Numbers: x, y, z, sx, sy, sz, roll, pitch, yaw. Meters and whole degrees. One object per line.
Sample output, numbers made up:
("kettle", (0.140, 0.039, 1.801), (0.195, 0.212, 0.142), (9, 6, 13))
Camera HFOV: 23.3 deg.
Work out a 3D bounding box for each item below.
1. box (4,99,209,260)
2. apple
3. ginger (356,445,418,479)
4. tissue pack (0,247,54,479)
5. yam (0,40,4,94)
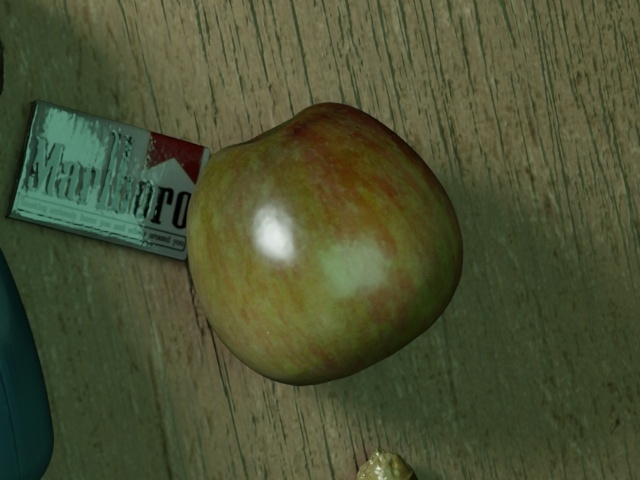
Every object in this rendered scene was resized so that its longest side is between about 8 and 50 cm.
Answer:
("box", (-0.202, -0.056, 1.478), (0.177, 0.036, 0.115), (15, 82, -21))
("apple", (0.000, 0.000, 1.445), (0.257, 0.257, 0.234), (-27, 100, -22))
("ginger", (0.099, 0.290, 1.571), (0.095, 0.069, 0.190), (-44, 105, -14))
("tissue pack", (-0.346, 0.104, 1.316), (0.206, 0.198, 0.287), (-21, 92, -54))
("yam", (-0.395, -0.157, 1.286), (0.271, 0.201, 0.202), (-31, 107, -63))
